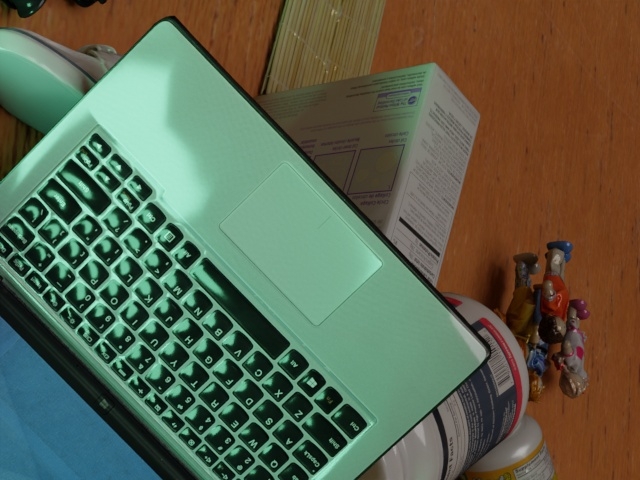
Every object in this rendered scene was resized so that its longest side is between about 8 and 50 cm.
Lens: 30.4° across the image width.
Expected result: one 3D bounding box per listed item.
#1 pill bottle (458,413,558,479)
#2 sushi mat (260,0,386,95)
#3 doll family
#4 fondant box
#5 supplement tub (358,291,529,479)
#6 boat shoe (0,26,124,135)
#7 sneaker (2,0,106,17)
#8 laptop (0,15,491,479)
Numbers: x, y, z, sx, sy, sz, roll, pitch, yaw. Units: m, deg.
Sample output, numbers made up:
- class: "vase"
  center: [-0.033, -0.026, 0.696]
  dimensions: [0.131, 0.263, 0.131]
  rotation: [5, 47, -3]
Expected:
- class: "pill bottle"
  center: [0.230, 0.287, 1.469]
  dimensions: [0.117, 0.117, 0.208]
  rotation: [-37, 113, -44]
- class: "sushi mat"
  center: [0.018, -0.269, 1.367]
  dimensions: [0.151, 0.019, 0.316]
  rotation: [33, 62, -43]
- class: "doll family"
  center: [0.287, 0.125, 1.580]
  dimensions: [0.263, 0.118, 0.163]
  rotation: [57, 39, -52]
- class: "fondant box"
  center: [0.000, 0.000, 1.149]
  dimensions: [0.096, 0.238, 0.330]
  rotation: [42, 56, -40]
- class: "supplement tub"
  center: [0.082, 0.181, 1.256]
  dimensions: [0.272, 0.191, 0.191]
  rotation: [-24, 104, -47]
- class: "boat shoe"
  center: [-0.202, -0.131, 1.058]
  dimensions: [0.258, 0.095, 0.084]
  rotation: [39, 53, -51]
- class: "sneaker"
  center: [-0.259, -0.240, 1.000]
  dimensions: [0.234, 0.084, 0.097]
  rotation: [-8, 92, -49]
- class: "laptop"
  center: [-0.142, 0.107, 0.873]
  dimensions: [0.382, 0.408, 0.236]
  rotation: [46, 9, -3]
